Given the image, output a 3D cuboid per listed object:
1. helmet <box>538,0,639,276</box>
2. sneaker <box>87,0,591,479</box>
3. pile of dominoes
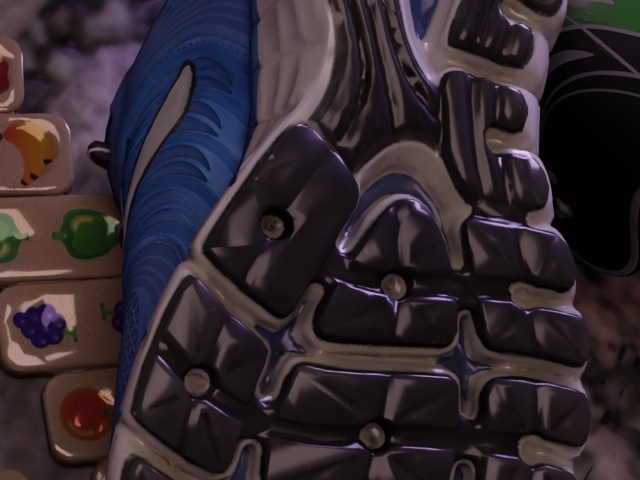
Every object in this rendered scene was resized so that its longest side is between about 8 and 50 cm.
[{"bbox_3d":[0.136,-0.076,0.645,0.169,0.161,0.169,6,66,-14],"label":"helmet"},{"bbox_3d":[0.000,0.000,0.588,0.129,0.147,0.330,19,69,-17],"label":"sneaker"},{"bbox_3d":[-0.125,0.044,0.585,0.196,0.040,0.251,-26,77,-24],"label":"pile of dominoes"}]
